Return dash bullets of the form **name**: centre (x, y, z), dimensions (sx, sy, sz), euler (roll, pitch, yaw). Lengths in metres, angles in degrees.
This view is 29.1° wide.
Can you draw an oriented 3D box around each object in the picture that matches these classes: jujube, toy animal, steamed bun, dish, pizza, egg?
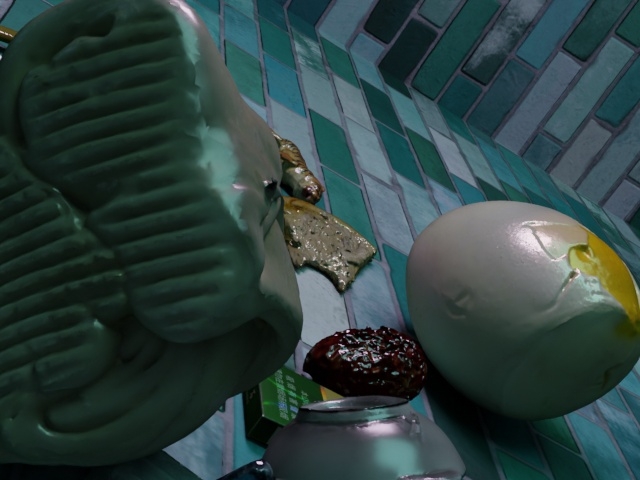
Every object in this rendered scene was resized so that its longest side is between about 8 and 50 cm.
- **jujube**: centre (0.060, 0.149, 1.454), dimensions (0.166, 0.104, 0.104), euler (6, 34, -49)
- **toy animal**: centre (-0.063, -0.129, 2.021), dimensions (0.099, 0.057, 0.241), euler (32, 15, -30)
- **steamed bun**: centre (-0.167, 0.009, 1.044), dimensions (0.255, 0.343, 0.367), euler (28, 44, -64)
- **dish**: centre (0.021, 0.189, 1.138), dimensions (0.246, 0.078, 0.224), euler (-4, -1, -36)
- **pizza**: centre (0.000, 0.000, 1.823), dimensions (0.181, 0.034, 0.262), euler (35, 18, -3)
- **egg**: centre (0.266, 0.087, 1.676), dimensions (0.283, 0.283, 0.345), euler (14, 20, -48)

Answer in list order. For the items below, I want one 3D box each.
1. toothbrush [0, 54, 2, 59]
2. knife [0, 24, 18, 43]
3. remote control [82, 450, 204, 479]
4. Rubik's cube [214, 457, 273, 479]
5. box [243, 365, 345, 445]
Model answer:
- **toothbrush**: centre (-0.326, -0.157, 1.605), dimensions (0.288, 0.024, 0.026), euler (39, 19, -15)
- **knife**: centre (-0.539, -0.320, 1.682), dimensions (0.343, 0.027, 0.061), euler (15, 30, -40)
- **remote control**: centre (-0.085, 0.249, 1.006), dimensions (0.247, 0.052, 0.104), euler (34, 16, 7)
- **Rubik's cube**: centre (-0.130, 0.267, 0.721), dimensions (0.228, 0.233, 0.228), euler (-62, 143, -38)
- **box**: centre (0.024, 0.211, 1.322), dimensions (0.235, 0.034, 0.132), euler (30, 18, -18)
